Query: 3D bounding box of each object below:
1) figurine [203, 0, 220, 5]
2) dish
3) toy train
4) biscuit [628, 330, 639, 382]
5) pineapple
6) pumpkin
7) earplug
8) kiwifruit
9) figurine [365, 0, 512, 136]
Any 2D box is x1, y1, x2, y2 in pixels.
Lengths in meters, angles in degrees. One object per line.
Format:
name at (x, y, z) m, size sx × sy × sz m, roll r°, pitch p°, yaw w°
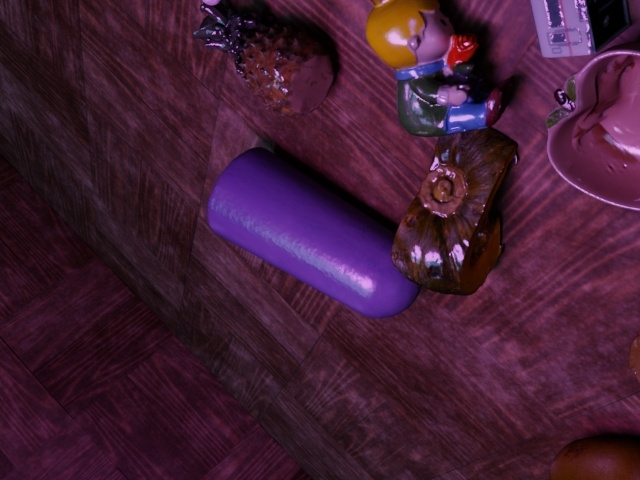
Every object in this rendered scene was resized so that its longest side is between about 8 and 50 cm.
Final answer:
figurine at (-0.127, -0.535, 0.882) m, size 0.253 × 0.211 × 0.361 m, roll 32°, pitch 144°, yaw 27°
dish at (0.384, -0.146, 0.776) m, size 0.213 × 0.090 × 0.213 m, roll 30°, pitch 145°, yaw 24°
toy train at (0.242, -0.403, 0.686) m, size 0.088 × 0.086 × 0.407 m, roll 15°, pitch 135°, yaw 51°
biscuit at (0.569, 0.198, 0.957) m, size 0.226 × 0.042 × 0.226 m, roll 34°, pitch 147°, yaw 25°
pineapple at (-0.114, -0.335, 1.173) m, size 0.310 × 0.141 × 0.170 m, roll 38°, pitch 173°, yaw 32°
pumpkin at (0.238, -0.044, 1.079) m, size 0.139 × 0.190 × 0.280 m, roll 30°, pitch 101°, yaw 30°
earplug at (0.000, 0.000, 1.317) m, size 0.456 × 0.215 × 0.215 m, roll 32°, pitch 145°, yaw 22°
kiwifruit at (0.518, 0.444, 1.149) m, size 0.196 × 0.196 × 0.234 m, roll 55°, pitch 155°, yaw -9°
figurine at (0.162, -0.266, 0.905) m, size 0.185 × 0.127 × 0.234 m, roll 6°, pitch 119°, yaw 43°
